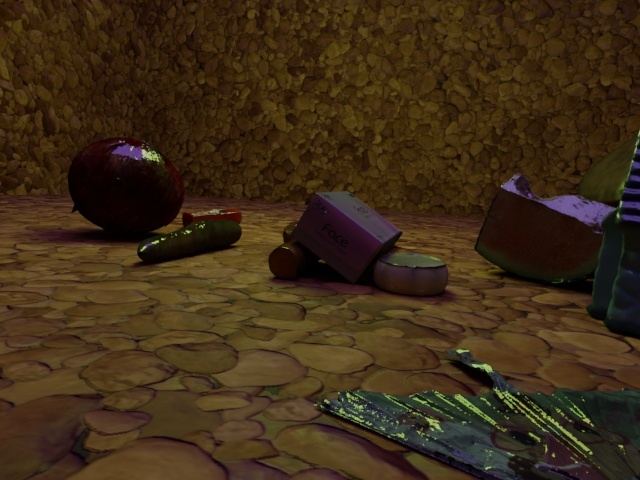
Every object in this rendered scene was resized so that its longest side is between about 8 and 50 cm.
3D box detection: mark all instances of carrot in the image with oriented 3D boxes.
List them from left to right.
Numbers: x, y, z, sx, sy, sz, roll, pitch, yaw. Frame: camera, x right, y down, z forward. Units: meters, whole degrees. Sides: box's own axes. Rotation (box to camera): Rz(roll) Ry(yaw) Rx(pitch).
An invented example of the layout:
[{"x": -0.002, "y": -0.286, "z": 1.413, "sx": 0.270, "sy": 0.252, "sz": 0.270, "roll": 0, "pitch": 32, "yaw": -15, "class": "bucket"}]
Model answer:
[{"x": -0.269, "y": -0.003, "z": 1.012, "sx": 0.070, "sy": 0.070, "sz": 0.342, "roll": 6, "pitch": 9, "yaw": 20, "class": "carrot"}, {"x": -0.034, "y": 0.022, "z": 0.913, "sx": 0.067, "sy": 0.067, "sz": 0.225, "roll": 5, "pitch": 10, "yaw": 13, "class": "carrot"}]

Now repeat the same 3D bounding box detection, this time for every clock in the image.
[{"x": -0.327, "y": -0.060, "z": 1.450, "sx": 0.155, "sy": 0.061, "sz": 0.113, "roll": -5, "pitch": 10, "yaw": -30, "class": "clock"}]

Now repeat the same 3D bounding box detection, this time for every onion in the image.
[{"x": -0.474, "y": -0.136, "z": 1.213, "sx": 0.276, "sy": 0.276, "sz": 0.276, "roll": 3, "pitch": 7, "yaw": 0, "class": "onion"}]

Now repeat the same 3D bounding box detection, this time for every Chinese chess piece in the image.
[{"x": 0.148, "y": 0.055, "z": 0.800, "sx": 0.122, "sy": 0.051, "sz": 0.122, "roll": 3, "pitch": 9, "yaw": -1, "class": "Chinese chess piece"}]

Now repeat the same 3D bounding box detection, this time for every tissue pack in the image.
[{"x": 0.060, "y": -0.015, "z": 0.921, "sx": 0.148, "sy": 0.092, "sz": 0.246, "roll": 38, "pitch": 14, "yaw": 9, "class": "tissue pack"}]

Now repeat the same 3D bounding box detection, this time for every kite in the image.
[{"x": 0.158, "y": 0.130, "z": 0.357, "sx": 0.323, "sy": 0.013, "sz": 0.268, "roll": 3, "pitch": 8, "yaw": -8, "class": "kite"}]

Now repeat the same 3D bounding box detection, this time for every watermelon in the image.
[{"x": 0.423, "y": -0.015, "z": 0.913, "sx": 0.148, "sy": 0.226, "sz": 0.318, "roll": -36, "pitch": 16, "yaw": -20, "class": "watermelon"}]

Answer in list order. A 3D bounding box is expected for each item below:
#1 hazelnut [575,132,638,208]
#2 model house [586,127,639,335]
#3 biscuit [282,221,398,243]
[{"x": 0.710, "y": -0.078, "z": 0.914, "sx": 0.359, "sy": 0.359, "sz": 0.409, "roll": 2, "pitch": 0, "yaw": -12, "class": "hazelnut"}, {"x": 0.556, "y": -0.039, "z": 0.613, "sx": 0.297, "sy": 0.339, "sz": 0.360, "roll": -6, "pitch": 12, "yaw": -44, "class": "model house"}, {"x": 0.053, "y": -0.008, "z": 1.254, "sx": 0.277, "sy": 0.052, "sz": 0.262, "roll": 6, "pitch": 12, "yaw": 14, "class": "biscuit"}]
